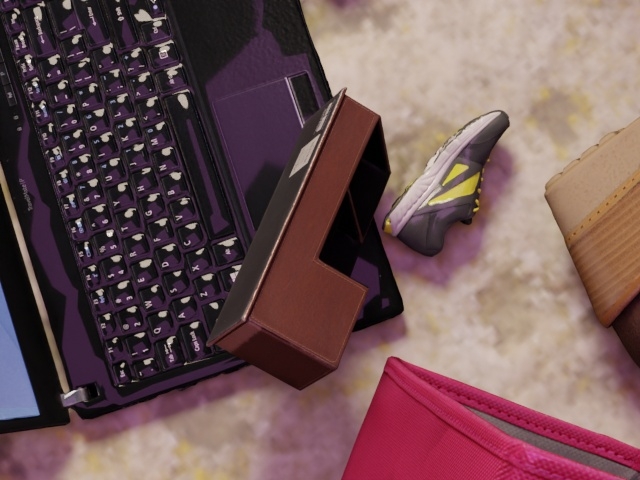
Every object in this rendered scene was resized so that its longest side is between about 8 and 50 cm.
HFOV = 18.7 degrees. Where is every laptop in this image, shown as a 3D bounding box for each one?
[{"bbox_3d":[-0.121,-0.043,0.902,0.264,0.136,0.234,-18,78,-1],"label":"laptop"}]

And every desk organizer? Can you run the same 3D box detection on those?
[{"bbox_3d":[0.000,0.000,0.904,0.050,0.047,0.130,30,63,-13],"label":"desk organizer"}]

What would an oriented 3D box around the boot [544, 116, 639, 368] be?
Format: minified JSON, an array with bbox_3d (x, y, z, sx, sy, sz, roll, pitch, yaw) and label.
[{"bbox_3d":[0.241,-0.004,0.867,0.248,0.090,0.207,-40,83,30],"label":"boot"}]

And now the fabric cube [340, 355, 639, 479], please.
[{"bbox_3d":[0.112,0.216,0.736,0.259,0.254,0.258,21,91,-8],"label":"fabric cube"}]

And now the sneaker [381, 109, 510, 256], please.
[{"bbox_3d":[0.067,-0.027,0.948,0.035,0.031,0.083,42,87,-4],"label":"sneaker"}]
